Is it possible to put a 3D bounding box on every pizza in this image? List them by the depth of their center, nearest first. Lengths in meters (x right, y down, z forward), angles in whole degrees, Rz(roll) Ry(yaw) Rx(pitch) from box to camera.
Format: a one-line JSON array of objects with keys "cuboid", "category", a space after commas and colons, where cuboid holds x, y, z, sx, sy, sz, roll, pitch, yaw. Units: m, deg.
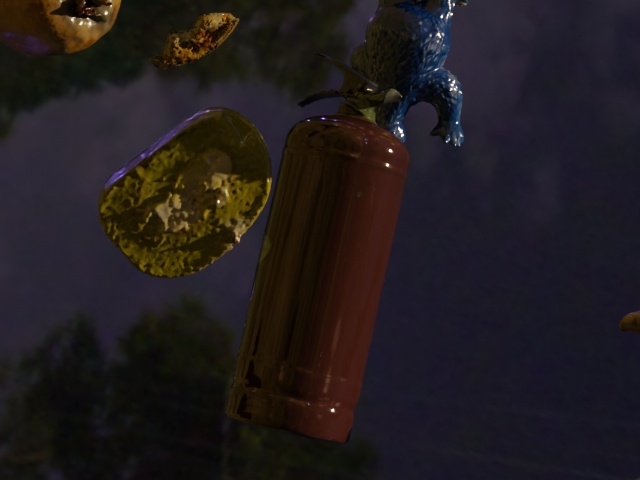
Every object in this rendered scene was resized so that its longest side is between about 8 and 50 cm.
[{"cuboid": [-0.105, -0.166, 1.314, 0.083, 0.037, 0.016, -28, -131, 4], "category": "pizza"}]

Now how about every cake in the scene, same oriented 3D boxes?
[{"cuboid": [-0.184, -0.066, 2.261, 0.260, 0.179, 0.156, -36, -167, 1], "category": "cake"}]

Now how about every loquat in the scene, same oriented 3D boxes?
[{"cuboid": [-0.358, -0.334, 2.077, 0.234, 0.176, 0.187, 22, -80, 33], "category": "loquat"}]

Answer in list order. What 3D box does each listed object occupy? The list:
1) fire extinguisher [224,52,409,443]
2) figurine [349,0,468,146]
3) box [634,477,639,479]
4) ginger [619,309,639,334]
[{"cuboid": [0.000, 0.000, 1.387, 0.135, 0.114, 0.337, 10, -96, 44], "category": "fire extinguisher"}, {"cuboid": [0.113, -0.244, 2.203, 0.164, 0.121, 0.262, 2, -92, 21], "category": "figurine"}, {"cuboid": [0.323, 0.293, 1.648, 0.071, 0.259, 0.168, 63, -34, 15], "category": "box"}, {"cuboid": [0.328, 0.129, 1.401, 0.075, 0.089, 0.288, -27, -153, 10], "category": "ginger"}]
